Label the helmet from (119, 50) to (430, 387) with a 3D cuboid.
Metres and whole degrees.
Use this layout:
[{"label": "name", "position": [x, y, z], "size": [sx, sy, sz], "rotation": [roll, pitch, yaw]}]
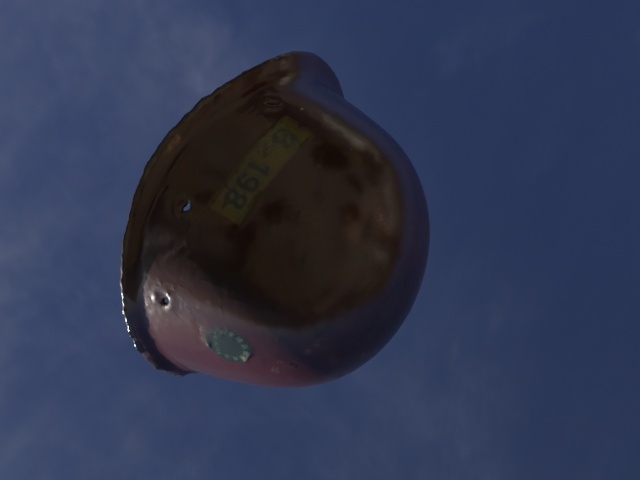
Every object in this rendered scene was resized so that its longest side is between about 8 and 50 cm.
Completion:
[{"label": "helmet", "position": [0.000, 0.000, 0.736], "size": [0.106, 0.155, 0.175], "rotation": [20, -126, 29]}]
